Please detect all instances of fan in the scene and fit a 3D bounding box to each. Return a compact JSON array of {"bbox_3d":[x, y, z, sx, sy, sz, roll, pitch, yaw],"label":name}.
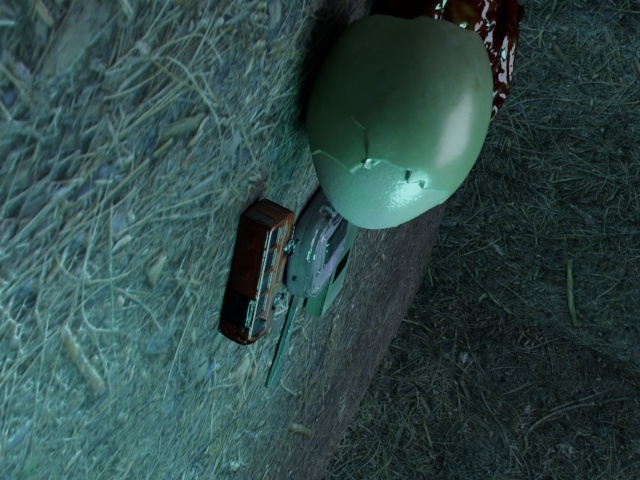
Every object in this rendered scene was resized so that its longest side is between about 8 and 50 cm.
[{"bbox_3d":[-0.068,0.185,1.869,0.057,0.023,0.282,-34,144,-56],"label":"fan"}]

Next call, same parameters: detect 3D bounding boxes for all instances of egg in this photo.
[{"bbox_3d":[0.113,-0.177,1.402,0.278,0.278,0.336,-19,124,-75],"label":"egg"}]

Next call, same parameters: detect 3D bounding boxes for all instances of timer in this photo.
[{"bbox_3d":[0.000,0.000,1.736,0.208,0.069,0.191,-56,160,-43],"label":"timer"}]

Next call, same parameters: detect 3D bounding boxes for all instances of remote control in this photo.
[{"bbox_3d":[0.039,-0.006,1.941,0.145,0.050,0.344,-52,159,-55],"label":"remote control"}]

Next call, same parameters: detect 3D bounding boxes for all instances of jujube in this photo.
[{"bbox_3d":[0.223,-0.366,1.642,0.276,0.276,0.377,-53,157,-53],"label":"jujube"}]

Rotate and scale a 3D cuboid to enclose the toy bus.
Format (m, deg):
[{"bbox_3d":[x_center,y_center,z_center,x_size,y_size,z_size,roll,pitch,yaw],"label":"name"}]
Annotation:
[{"bbox_3d":[-0.097,0.052,1.394,0.096,0.073,0.235,-36,146,-54],"label":"toy bus"}]

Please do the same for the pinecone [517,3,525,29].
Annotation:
[{"bbox_3d":[0.301,-0.482,1.919,0.244,0.244,0.309,-65,153,-17],"label":"pinecone"}]
